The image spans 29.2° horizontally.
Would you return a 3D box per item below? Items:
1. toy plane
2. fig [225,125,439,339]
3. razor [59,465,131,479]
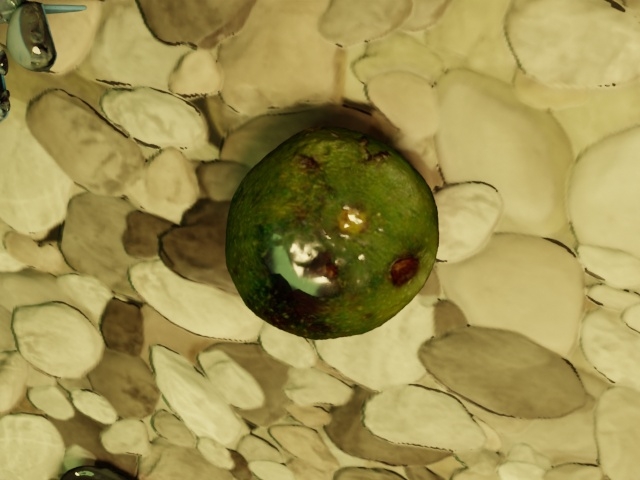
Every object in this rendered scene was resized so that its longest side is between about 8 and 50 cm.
[{"bbox_3d":[-0.247,-0.152,0.745,0.246,0.078,0.169,0,97,30],"label":"toy plane"},{"bbox_3d":[0.000,0.000,0.736,0.123,0.123,0.156,40,170,-6],"label":"fig"},{"bbox_3d":[-0.183,0.252,1.035,0.090,0.054,0.148,19,130,12],"label":"razor"}]
